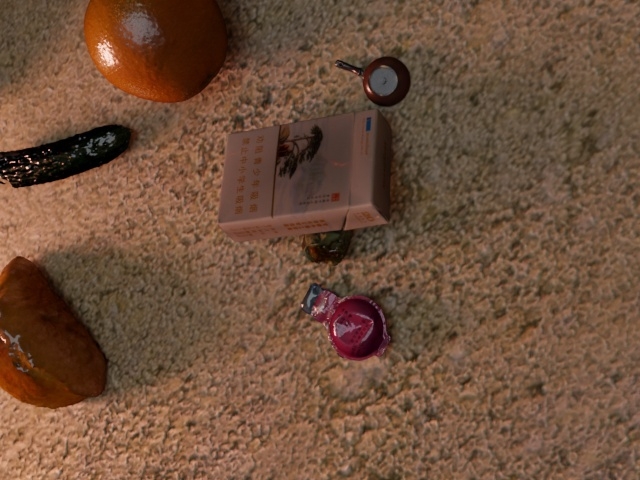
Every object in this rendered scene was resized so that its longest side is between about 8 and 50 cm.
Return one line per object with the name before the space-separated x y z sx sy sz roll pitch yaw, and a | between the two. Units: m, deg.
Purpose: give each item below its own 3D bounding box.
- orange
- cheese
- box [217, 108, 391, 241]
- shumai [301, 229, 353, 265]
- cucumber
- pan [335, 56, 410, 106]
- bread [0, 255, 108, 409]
orange | -0.228 -0.290 1.544 0.206 0.206 0.206 1 93 23
cheese | 0.034 0.113 1.535 0.145 0.038 0.095 33 103 24
box | -0.020 -0.087 1.502 0.233 0.067 0.150 -7 65 23
shumai | 0.000 0.000 1.520 0.083 0.080 0.082 -20 83 24
cucumber | -0.394 -0.127 1.687 0.245 0.067 0.067 -10 89 22
pan | 0.067 -0.226 1.510 0.115 0.023 0.068 22 102 20
bread | -0.451 0.153 1.688 0.129 0.134 0.260 -42 77 20
